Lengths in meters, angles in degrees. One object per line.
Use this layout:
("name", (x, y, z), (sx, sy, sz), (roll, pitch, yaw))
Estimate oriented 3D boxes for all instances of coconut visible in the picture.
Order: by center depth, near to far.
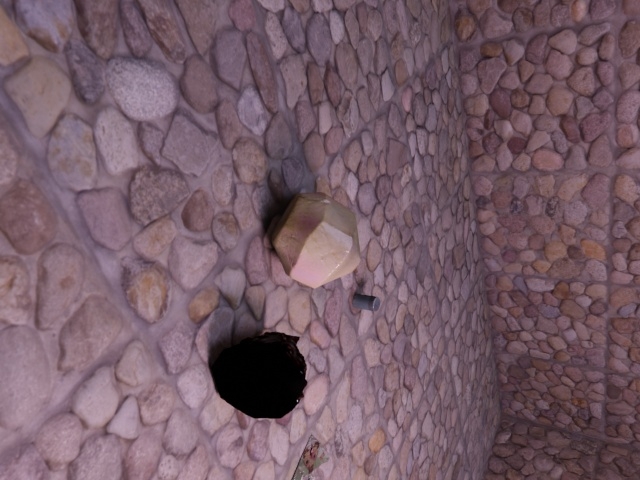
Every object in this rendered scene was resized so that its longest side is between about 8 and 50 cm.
("coconut", (0.000, 0.000, 1.337), (0.259, 0.259, 0.260), (-11, 103, -55))

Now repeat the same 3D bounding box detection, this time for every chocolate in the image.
("chocolate", (-0.126, 0.309, 1.246), (0.177, 0.223, 0.207), (-65, 147, -65))

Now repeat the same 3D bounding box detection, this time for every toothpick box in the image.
("toothpick box", (0.159, 0.215, 1.718), (0.052, 0.083, 0.052), (-11, 103, -55))

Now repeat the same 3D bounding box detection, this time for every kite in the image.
("kite", (-0.029, 0.740, 1.577), (0.229, 0.012, 0.251), (-2, 97, -55))
